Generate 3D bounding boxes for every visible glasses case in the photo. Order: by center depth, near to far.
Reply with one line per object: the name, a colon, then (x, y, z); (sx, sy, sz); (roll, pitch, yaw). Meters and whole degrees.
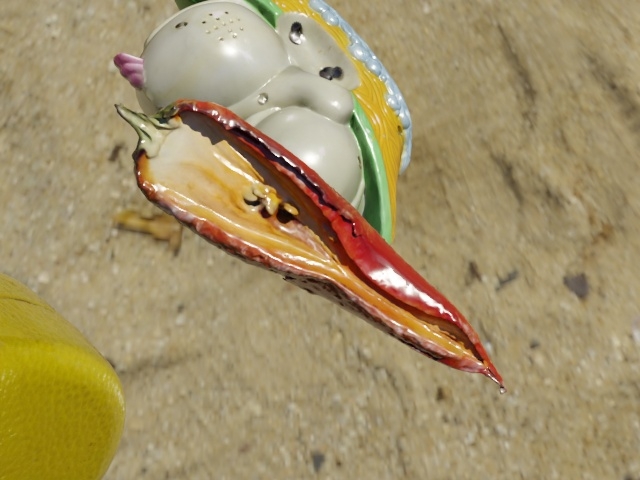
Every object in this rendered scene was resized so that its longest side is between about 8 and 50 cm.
glasses case: (-0.294, 0.107, 0.903); (0.371, 0.141, 0.173); (-13, 130, -44)

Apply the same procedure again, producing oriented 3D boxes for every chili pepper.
chili pepper: (0.000, 0.000, 0.555); (0.178, 0.027, 0.045); (34, 102, -7)

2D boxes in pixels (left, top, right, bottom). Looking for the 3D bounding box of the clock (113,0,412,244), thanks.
clock: (-0.031, -0.079, 0.957); (0.231, 0.144, 0.103); (49, 144, 16)
